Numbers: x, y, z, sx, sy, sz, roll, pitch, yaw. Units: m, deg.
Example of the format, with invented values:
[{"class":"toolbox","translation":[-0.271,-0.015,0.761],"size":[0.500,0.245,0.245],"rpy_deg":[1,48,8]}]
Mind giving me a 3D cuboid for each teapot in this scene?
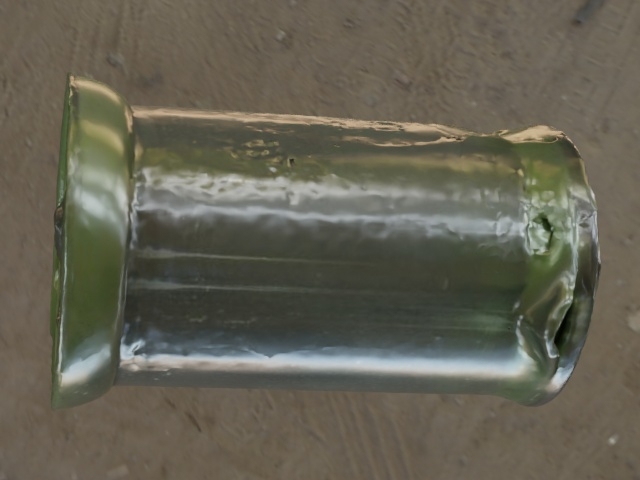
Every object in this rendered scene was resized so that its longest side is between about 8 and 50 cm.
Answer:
[{"class":"teapot","translation":[0.000,0.000,0.881],"size":[0.337,0.270,0.200],"rpy_deg":[3,107,-12]}]
